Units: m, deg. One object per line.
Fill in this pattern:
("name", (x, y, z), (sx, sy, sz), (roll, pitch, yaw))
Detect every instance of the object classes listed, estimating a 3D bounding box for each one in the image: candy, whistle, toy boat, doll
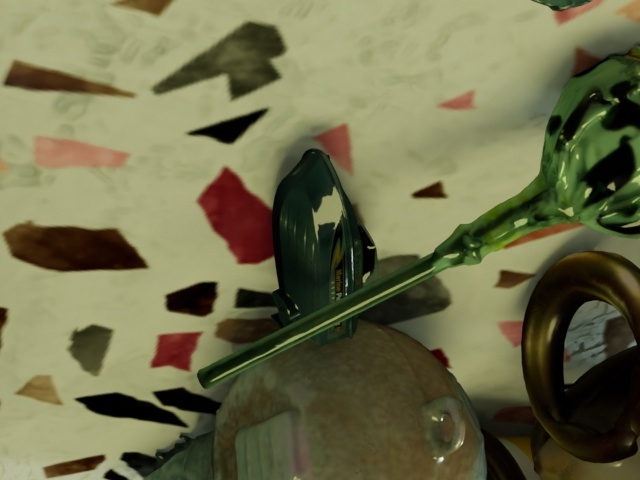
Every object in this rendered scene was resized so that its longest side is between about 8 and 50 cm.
("candy", (0.066, -0.001, 0.583), (0.305, 0.083, 0.091), (-27, 99, 7))
("whistle", (-0.014, 0.163, 0.768), (0.189, 0.189, 0.348), (19, 148, -34))
("toy boat", (0.000, 0.000, 0.626), (0.060, 0.055, 0.141), (-27, 147, -18))
("doll", (0.255, 0.180, 0.676), (0.209, 0.340, 0.318), (-12, 118, -7))

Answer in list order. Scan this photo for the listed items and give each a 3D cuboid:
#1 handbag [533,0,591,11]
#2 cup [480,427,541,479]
("handbag", (0.021, -0.191, 0.328), (0.269, 0.100, 0.274), (6, 142, -19))
("cup", (0.202, 0.235, 0.899), (0.280, 0.196, 0.196), (-3, 145, -22))
